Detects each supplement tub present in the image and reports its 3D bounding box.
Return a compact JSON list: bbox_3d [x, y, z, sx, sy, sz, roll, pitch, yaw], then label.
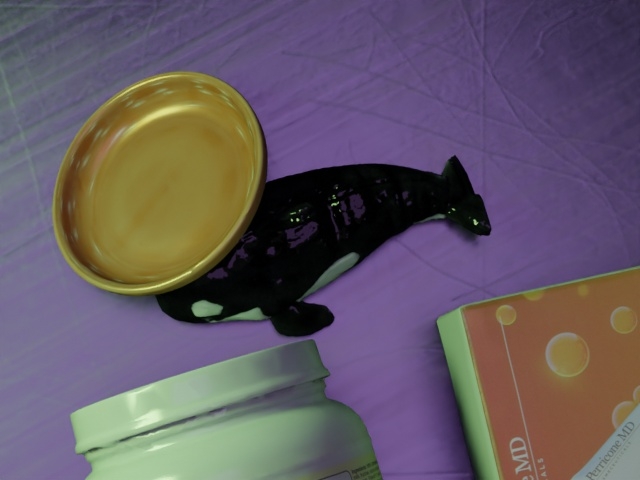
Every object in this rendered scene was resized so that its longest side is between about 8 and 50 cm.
[{"bbox_3d":[-0.051,0.259,1.117,0.235,0.235,0.325,-17,83,-3],"label":"supplement tub"}]

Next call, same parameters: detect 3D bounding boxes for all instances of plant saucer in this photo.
[{"bbox_3d":[-0.130,-0.044,1.215,0.200,0.037,0.200,-10,64,22],"label":"plant saucer"}]

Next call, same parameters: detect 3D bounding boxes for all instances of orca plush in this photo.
[{"bbox_3d":[0.000,0.000,1.216,0.287,0.102,0.151,-5,83,-2],"label":"orca plush"}]

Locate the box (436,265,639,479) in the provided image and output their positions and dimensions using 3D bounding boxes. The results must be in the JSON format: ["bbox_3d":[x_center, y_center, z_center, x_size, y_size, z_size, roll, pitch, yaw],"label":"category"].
[{"bbox_3d":[0.290,0.124,1.175,0.345,0.168,0.215,-13,84,-2],"label":"box"}]
